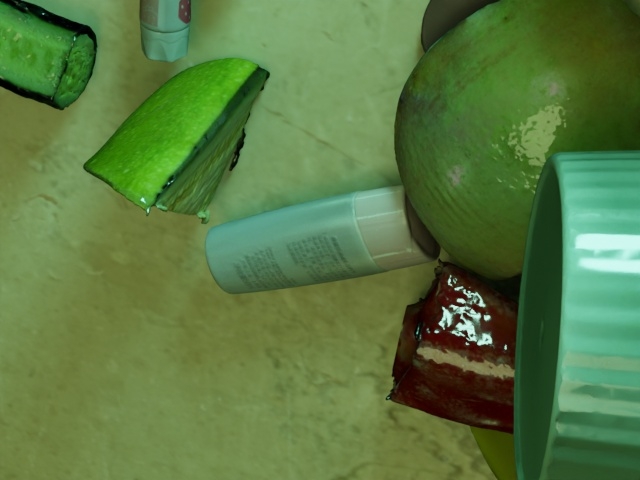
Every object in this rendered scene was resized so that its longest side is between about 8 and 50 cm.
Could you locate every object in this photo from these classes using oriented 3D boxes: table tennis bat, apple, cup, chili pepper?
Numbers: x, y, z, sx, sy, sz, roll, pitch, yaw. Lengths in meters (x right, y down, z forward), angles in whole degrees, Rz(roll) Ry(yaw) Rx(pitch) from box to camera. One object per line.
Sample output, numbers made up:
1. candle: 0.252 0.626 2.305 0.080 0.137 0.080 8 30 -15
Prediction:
1. table tennis bat: 0.121 -0.150 1.607 0.095 0.014 0.158 25 123 3
2. apple: 0.155 -0.079 1.570 0.193 0.120 0.265 40 124 -12
3. cup: 0.346 0.111 1.458 0.392 0.310 0.401 4 131 0
4. chili pepper: 0.182 0.117 1.674 0.252 0.136 0.144 24 115 6

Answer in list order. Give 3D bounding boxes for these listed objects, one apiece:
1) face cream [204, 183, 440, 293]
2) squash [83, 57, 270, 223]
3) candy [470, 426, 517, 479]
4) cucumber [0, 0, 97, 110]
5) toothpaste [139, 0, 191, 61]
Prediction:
1. face cream: 0.000 0.000 1.717 0.198 0.057 0.084 -11 131 24
2. squash: -0.146 -0.044 1.624 0.093 0.252 0.169 28 126 5
3. candy: 0.235 0.258 1.776 0.187 0.081 0.297 -3 104 22
4. cucumber: -0.300 -0.183 1.721 0.211 0.062 0.078 22 92 14
5. toothpaste: -0.126 -0.241 1.625 0.067 0.043 0.194 40 137 42
